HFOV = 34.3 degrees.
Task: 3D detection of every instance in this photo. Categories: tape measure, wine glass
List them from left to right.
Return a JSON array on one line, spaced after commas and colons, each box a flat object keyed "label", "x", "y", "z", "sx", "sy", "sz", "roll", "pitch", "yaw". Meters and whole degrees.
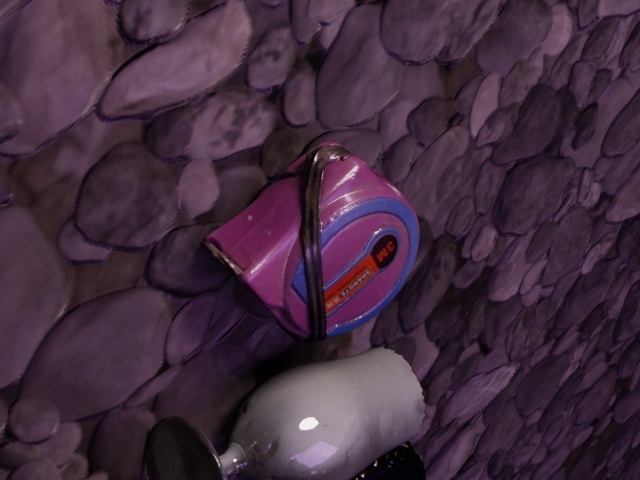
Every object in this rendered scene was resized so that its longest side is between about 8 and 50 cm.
[{"label": "wine glass", "x": -0.016, "y": 0.137, "z": 0.735, "sx": 0.202, "sy": 0.093, "sz": 0.093, "roll": -14, "pitch": 128, "yaw": -44}, {"label": "tape measure", "x": 0.000, "y": 0.000, "z": 0.659, "sx": 0.118, "sy": 0.074, "sz": 0.125, "roll": -42, "pitch": 139, "yaw": -8}]

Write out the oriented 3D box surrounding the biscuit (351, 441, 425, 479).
[{"label": "biscuit", "x": 0.021, "y": 0.251, "z": 0.908, "sx": 0.194, "sy": 0.053, "sz": 0.195, "roll": -30, "pitch": 139, "yaw": -31}]
